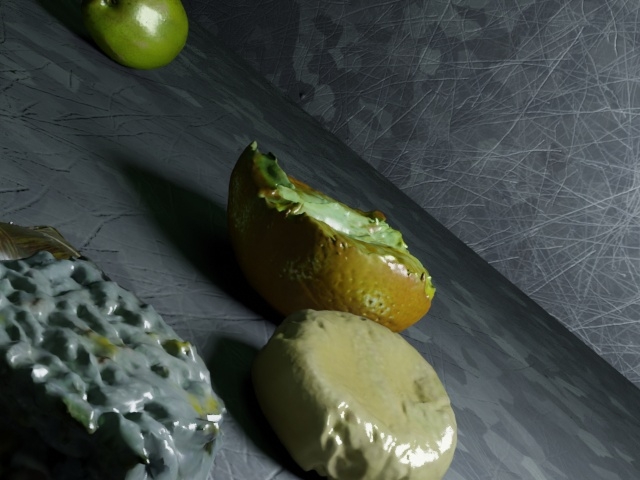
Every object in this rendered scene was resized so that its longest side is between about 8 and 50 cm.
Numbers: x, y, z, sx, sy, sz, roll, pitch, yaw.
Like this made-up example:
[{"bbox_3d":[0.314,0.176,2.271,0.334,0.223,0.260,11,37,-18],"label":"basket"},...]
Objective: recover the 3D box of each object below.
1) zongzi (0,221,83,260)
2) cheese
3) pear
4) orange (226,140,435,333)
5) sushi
[{"bbox_3d":[-0.206,0.056,0.667,0.187,0.084,0.184,38,-1,11],"label":"zongzi"},{"bbox_3d":[0.032,0.169,0.904,0.213,0.117,0.226,25,22,-23],"label":"cheese"},{"bbox_3d":[-0.366,-0.437,1.704,0.187,0.187,0.219,47,10,35],"label":"pear"},{"bbox_3d":[-0.007,0.008,1.156,0.335,0.196,0.262,53,6,36],"label":"orange"},{"bbox_3d":[-0.172,0.101,0.451,0.274,0.184,0.139,38,12,9],"label":"sushi"}]
